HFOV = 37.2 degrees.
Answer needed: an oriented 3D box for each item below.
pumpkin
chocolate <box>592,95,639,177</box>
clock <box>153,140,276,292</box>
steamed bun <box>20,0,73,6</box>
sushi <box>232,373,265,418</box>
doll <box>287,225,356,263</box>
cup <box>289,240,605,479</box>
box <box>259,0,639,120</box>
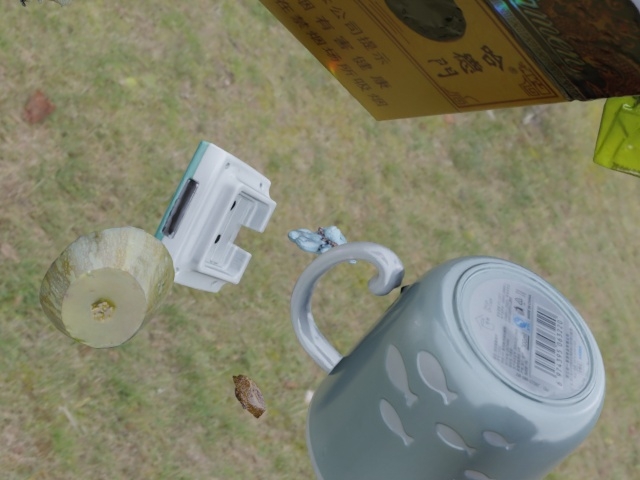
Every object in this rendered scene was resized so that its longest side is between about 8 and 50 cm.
[{"bbox_3d":[-0.323,0.092,1.478,0.217,0.217,0.110,24,24,-36],"label":"pumpkin"},{"bbox_3d":[0.632,-0.228,1.559,0.300,0.289,0.137,24,41,26],"label":"chocolate"},{"bbox_3d":[-0.199,-0.031,1.797,0.116,0.262,0.231,24,-2,17],"label":"clock"},{"bbox_3d":[-0.383,-0.475,1.300,0.280,0.207,0.268,57,0,-3],"label":"steamed bun"},{"bbox_3d":[-0.145,0.311,1.896,0.099,0.047,0.050,67,18,4],"label":"sushi"},{"bbox_3d":[0.003,-0.004,2.009,0.120,0.075,0.179,44,10,32],"label":"doll"},{"bbox_3d":[0.121,0.140,1.077,0.356,0.274,0.259,45,41,9],"label":"cup"},{"bbox_3d":[0.107,-0.234,0.800,0.264,0.415,0.116,43,72,-26],"label":"box"}]
